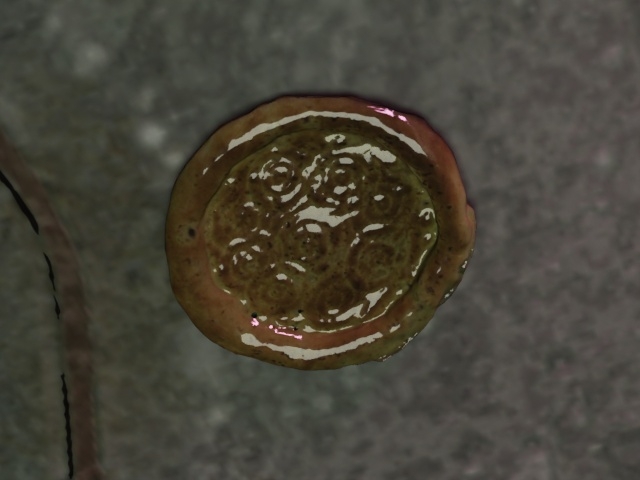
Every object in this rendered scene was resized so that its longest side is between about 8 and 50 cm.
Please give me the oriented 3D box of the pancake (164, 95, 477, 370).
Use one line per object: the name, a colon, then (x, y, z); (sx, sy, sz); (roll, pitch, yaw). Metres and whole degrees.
pancake: (0.000, -0.001, 0.638); (0.115, 0.011, 0.114); (0, 119, 0)
